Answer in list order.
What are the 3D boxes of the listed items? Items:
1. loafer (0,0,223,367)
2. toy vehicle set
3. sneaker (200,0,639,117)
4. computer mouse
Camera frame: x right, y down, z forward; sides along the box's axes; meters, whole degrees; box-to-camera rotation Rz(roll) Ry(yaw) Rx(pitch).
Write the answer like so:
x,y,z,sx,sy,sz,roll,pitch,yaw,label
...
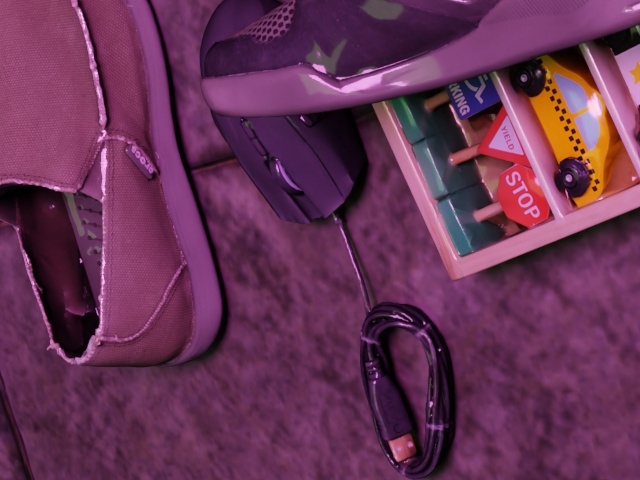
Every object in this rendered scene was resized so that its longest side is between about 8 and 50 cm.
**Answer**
x,y,z,sx,sy,sz,roll,pitch,yaw,label
-0.124,-0.050,0.979,0.094,0.087,0.251,-19,92,43,loafer
0.068,-0.132,0.819,0.166,0.035,0.267,-26,88,43,toy vehicle set
0.037,-0.122,0.768,0.227,0.087,0.130,-17,92,40,sneaker
0.000,0.000,0.923,0.071,0.041,0.242,-23,90,42,computer mouse
